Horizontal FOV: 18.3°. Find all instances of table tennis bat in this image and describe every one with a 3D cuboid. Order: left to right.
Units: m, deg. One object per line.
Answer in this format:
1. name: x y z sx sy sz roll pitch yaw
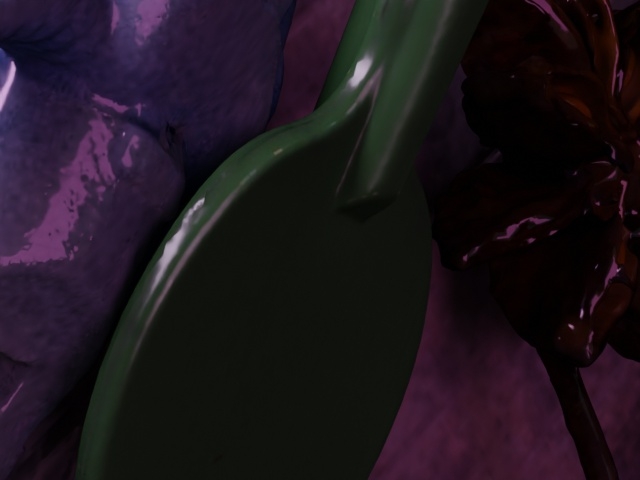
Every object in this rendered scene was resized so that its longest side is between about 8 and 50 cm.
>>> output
1. table tennis bat: 0.000 0.000 0.590 0.160 0.039 0.257 19 95 -61

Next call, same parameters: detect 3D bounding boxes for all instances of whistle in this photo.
1. whistle: -0.063 -0.039 0.560 0.269 0.093 0.180 -68 150 -21

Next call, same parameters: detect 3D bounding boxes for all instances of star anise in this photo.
1. star anise: 0.085 -0.004 0.690 0.177 0.073 0.234 51 39 -35
